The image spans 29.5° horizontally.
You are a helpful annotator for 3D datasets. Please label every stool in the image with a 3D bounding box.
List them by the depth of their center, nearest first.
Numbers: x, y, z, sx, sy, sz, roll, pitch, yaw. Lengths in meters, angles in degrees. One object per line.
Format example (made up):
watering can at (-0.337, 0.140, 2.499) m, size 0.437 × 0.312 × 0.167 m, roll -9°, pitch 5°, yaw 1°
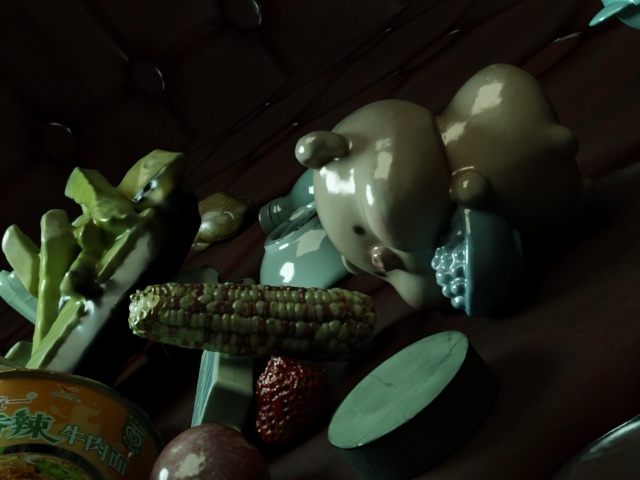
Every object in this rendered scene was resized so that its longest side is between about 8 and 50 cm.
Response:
stool at (-0.433, 0.087, 2.101) m, size 0.195 × 0.198 × 0.195 m, roll -43°, pitch 12°, yaw -22°

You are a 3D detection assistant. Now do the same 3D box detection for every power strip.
power strip at (-0.101, 0.137, 1.271) m, size 0.367 × 0.043 × 0.106 m, roll -100°, pitch 28°, yaw -76°

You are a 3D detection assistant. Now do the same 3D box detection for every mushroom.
mushroom at (-0.193, -0.034, 2.148) m, size 0.171 × 0.080 × 0.135 m, roll -27°, pitch 6°, yaw 29°

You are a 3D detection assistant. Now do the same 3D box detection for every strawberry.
strawberry at (-0.030, 0.147, 1.108) m, size 0.073 × 0.073 × 0.083 m, roll -17°, pitch 38°, yaw 57°

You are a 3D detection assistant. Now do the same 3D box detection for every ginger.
ginger at (-0.333, 0.070, 1.617) m, size 0.413 × 0.211 × 0.358 m, roll -56°, pitch -5°, yaw -37°

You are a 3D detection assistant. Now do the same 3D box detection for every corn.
corn at (-0.062, 0.076, 1.157) m, size 0.237 × 0.079 × 0.079 m, roll 5°, pitch 2°, yaw -16°

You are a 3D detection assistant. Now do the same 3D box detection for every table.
table at (0.071, 0.129, 0.942) m, size 0.133 × 0.043 × 0.133 m, roll -35°, pitch 13°, yaw 10°

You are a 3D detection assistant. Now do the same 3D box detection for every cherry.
cherry at (-0.088, 0.229, 0.960) m, size 0.107 × 0.090 × 0.225 m, roll -21°, pitch 33°, yaw 7°

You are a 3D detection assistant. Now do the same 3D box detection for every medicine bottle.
medicine bottle at (0.015, -0.067, 1.675) m, size 0.217 × 0.090 × 0.090 m, roll -30°, pitch 15°, yaw 30°

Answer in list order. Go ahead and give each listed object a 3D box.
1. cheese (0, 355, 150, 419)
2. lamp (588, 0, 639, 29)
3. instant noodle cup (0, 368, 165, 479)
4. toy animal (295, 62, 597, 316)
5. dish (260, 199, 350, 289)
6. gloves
cheese at (-0.330, 0.206, 1.330) m, size 0.251 × 0.248 × 0.173 m, roll -31°, pitch 14°, yaw -2°
lamp at (0.425, -0.331, 1.371) m, size 0.209 × 0.147 × 0.284 m, roll -21°, pitch 29°, yaw 45°
instant noodle cup at (-0.249, 0.248, 1.025) m, size 0.230 × 0.230 × 0.182 m, roll -34°, pitch 22°, yaw 15°
toy animal at (0.120, -0.058, 1.113) m, size 0.229 × 0.210 × 0.221 m, roll 26°, pitch 67°, yaw 37°
dish at (0.000, 0.000, 1.510) m, size 0.246 × 0.078 × 0.224 m, roll -21°, pitch 19°, yaw 50°
gloves at (-0.159, 0.084, 1.592) m, size 0.127 × 0.111 × 0.212 m, roll -40°, pitch 20°, yaw 9°
